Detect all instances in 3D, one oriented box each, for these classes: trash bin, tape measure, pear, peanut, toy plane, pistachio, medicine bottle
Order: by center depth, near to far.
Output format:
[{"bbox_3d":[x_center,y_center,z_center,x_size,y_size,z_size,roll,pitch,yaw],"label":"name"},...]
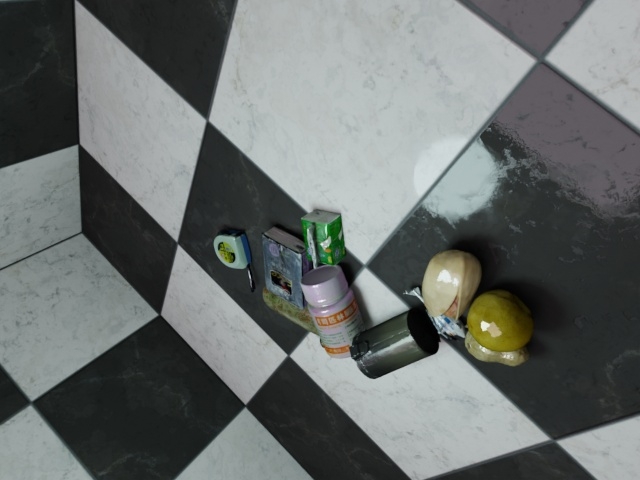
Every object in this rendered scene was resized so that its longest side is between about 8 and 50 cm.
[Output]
[{"bbox_3d":[0.597,0.275,1.422,0.209,0.209,0.208,22,130,29],"label":"pear"},{"bbox_3d":[0.459,0.157,1.483,0.188,0.187,0.299,24,130,27],"label":"pistachio"},{"bbox_3d":[0.632,0.382,1.528,0.225,0.129,0.129,3,119,37],"label":"peanut"},{"bbox_3d":[0.456,0.279,1.659,0.273,0.107,0.182,49,-175,32],"label":"toy plane"},{"bbox_3d":[0.302,0.424,1.732,0.302,0.252,0.202,-34,50,32],"label":"trash bin"},{"bbox_3d":[0.064,0.316,1.904,0.219,0.219,0.388,-3,114,42],"label":"medicine bottle"},{"bbox_3d":[-0.453,0.105,2.288,0.215,0.098,0.351,8,119,34],"label":"tape measure"}]

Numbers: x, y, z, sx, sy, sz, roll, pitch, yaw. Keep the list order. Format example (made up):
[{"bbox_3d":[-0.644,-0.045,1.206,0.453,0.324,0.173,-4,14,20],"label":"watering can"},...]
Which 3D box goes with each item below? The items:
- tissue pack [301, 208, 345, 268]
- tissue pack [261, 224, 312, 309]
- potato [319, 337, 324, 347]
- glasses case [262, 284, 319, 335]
[{"bbox_3d":[-0.002,-0.001,1.793,0.148,0.156,0.208,16,128,36],"label":"tissue pack"},{"bbox_3d":[-0.153,0.132,2.030,0.259,0.122,0.361,28,134,30],"label":"tissue pack"},{"bbox_3d":[0.058,0.514,2.155,0.103,0.066,0.096,-30,99,45],"label":"potato"},{"bbox_3d":[-0.125,0.351,2.175,0.426,0.098,0.156,25,129,26],"label":"glasses case"}]
